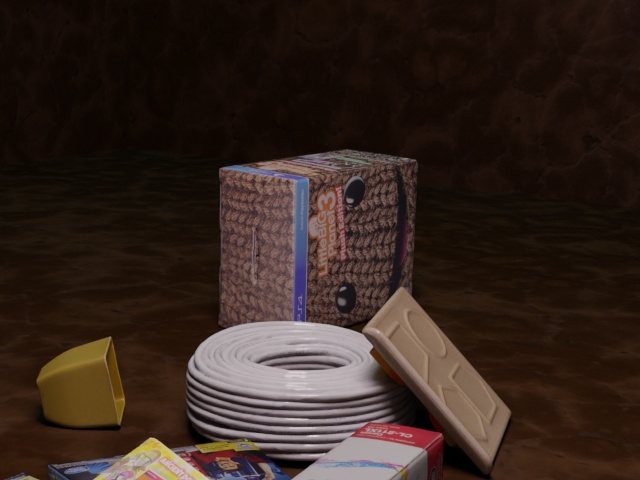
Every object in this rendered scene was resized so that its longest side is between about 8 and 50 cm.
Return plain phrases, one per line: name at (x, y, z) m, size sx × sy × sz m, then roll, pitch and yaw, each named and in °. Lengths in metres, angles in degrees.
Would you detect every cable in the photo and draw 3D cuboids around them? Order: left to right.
cable at (-0.020, 0.162, 1.348) m, size 0.257 × 0.089 × 0.257 m, roll 7°, pitch 13°, yaw 24°

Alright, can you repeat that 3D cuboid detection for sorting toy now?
sorting toy at (0.124, 0.149, 1.317) m, size 0.038 × 0.193 × 0.208 m, roll -41°, pitch -2°, yaw 16°

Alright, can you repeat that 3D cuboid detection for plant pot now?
plant pot at (-0.267, 0.162, 1.353) m, size 0.083 × 0.081 × 0.081 m, roll -10°, pitch 13°, yaw -3°

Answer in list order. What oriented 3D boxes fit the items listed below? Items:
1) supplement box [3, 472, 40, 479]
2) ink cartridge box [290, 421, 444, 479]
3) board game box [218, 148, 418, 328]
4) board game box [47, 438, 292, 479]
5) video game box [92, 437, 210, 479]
supplement box at (-0.254, 0.242, 1.017) m, size 0.083 × 0.056 × 0.083 m, roll 11°, pitch 15°, yaw 37°
ink cartridge box at (0.030, 0.229, 0.940) m, size 0.072 × 0.127 × 0.175 m, roll 7°, pitch 13°, yaw 26°
board game box at (0.000, 0.000, 1.782) m, size 0.141 × 0.232 × 0.291 m, roll 11°, pitch 16°, yaw 38°
board game box at (-0.115, 0.239, 1.041) m, size 0.194 × 0.060 × 0.194 m, roll -4°, pitch 14°, yaw -24°
video game box at (-0.144, 0.241, 0.878) m, size 0.187 × 0.048 × 0.205 m, roll -36°, pitch 29°, yaw -21°
